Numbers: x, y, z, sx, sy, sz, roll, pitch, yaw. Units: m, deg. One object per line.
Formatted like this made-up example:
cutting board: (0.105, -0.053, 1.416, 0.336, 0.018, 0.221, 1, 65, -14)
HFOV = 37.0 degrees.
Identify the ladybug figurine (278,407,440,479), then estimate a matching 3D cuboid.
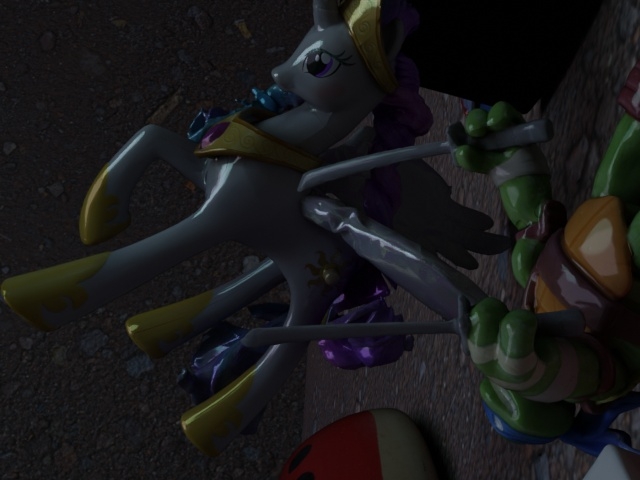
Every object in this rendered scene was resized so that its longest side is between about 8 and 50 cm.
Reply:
ladybug figurine: (0.034, 0.348, 1.084, 0.449, 0.162, 0.305, -139, 56, -82)

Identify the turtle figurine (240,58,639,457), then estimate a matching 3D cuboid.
turtle figurine: (0.108, -0.025, 0.473, 0.266, 0.274, 0.198, -56, -15, 25)

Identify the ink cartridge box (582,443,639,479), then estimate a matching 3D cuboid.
ink cartridge box: (0.161, 0.165, 0.327, 0.275, 0.060, 0.239, -97, 29, -64)

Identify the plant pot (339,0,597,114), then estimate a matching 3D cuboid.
plant pot: (0.132, -0.241, 0.781, 0.167, 0.188, 0.187, 134, 144, -61)

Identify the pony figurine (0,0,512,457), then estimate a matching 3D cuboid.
pony figurine: (0.000, 0.000, 0.747, 0.363, 0.351, 0.303, -40, 27, 11)

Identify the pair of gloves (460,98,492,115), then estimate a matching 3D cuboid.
pair of gloves: (0.176, -0.171, 0.977, 0.198, 0.023, 0.159, -91, 8, -54)
